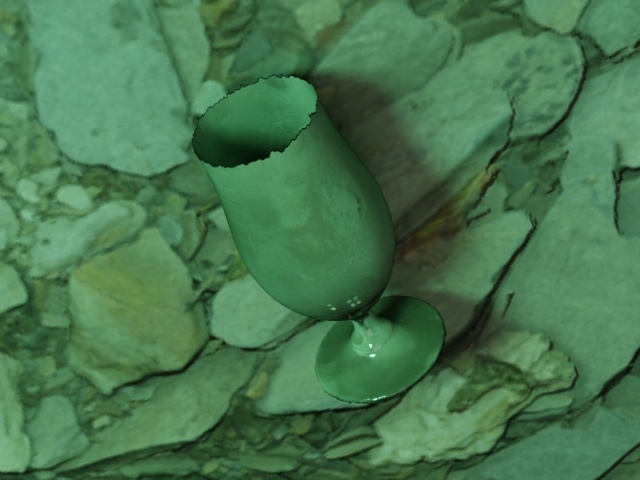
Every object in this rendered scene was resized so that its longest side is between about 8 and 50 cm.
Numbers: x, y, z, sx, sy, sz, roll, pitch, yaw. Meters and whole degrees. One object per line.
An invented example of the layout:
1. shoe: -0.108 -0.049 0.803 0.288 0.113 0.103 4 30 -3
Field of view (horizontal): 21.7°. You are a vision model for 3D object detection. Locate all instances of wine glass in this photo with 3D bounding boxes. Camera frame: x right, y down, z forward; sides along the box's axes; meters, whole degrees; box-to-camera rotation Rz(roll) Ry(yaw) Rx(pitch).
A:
1. wine glass: 0.000 0.000 0.986 0.093 0.093 0.202 -26 129 5
